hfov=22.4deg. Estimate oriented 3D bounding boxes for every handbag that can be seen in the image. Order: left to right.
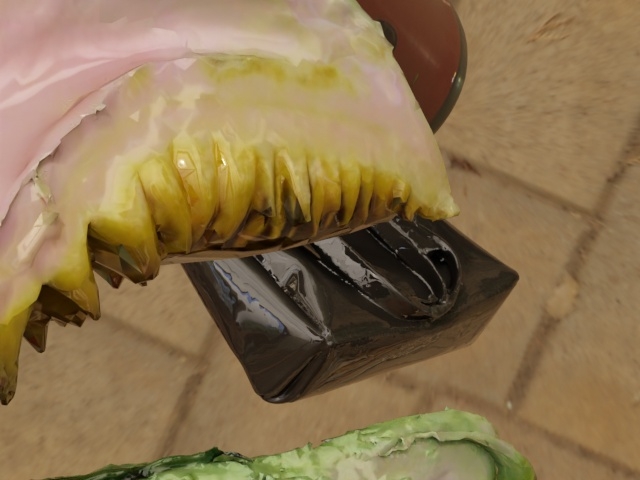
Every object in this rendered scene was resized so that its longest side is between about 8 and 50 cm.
[{"bbox_3d":[0.000,0.000,1.321,0.257,0.285,0.113,47,124,22],"label":"handbag"}]

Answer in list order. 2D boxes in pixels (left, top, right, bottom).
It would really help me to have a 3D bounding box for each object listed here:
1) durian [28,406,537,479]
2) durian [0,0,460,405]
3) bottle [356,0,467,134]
[{"bbox_3d":[-0.065,0.132,0.484,0.106,0.375,0.132,53,141,33],"label":"durian"},{"bbox_3d":[-0.135,-0.036,0.338,0.195,0.305,0.186,-1,74,38],"label":"durian"},{"bbox_3d":[-0.041,-0.158,0.928,0.144,0.336,0.144,-10,68,25],"label":"bottle"}]
